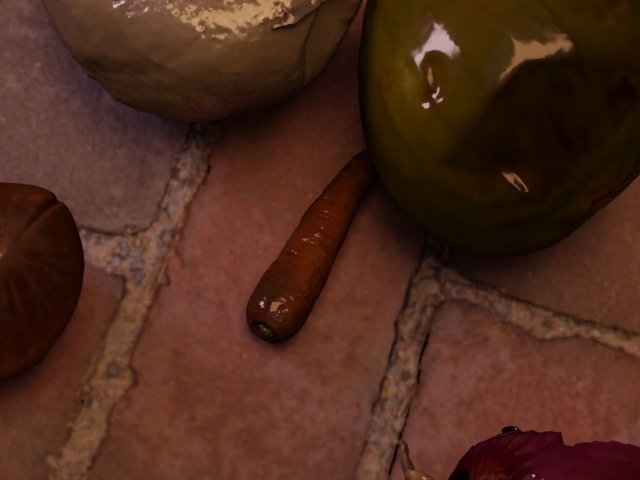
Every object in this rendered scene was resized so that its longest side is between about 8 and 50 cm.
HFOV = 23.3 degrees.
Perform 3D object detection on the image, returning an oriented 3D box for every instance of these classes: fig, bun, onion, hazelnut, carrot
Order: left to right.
[{"bbox_3d":[-0.237,0.022,1.078,0.150,0.150,0.150,4,63,-9],"label":"hazelnut"},{"bbox_3d":[-0.092,-0.205,1.213,0.273,0.168,0.273,0,55,0],"label":"bun"},{"bbox_3d":[0.000,0.000,1.196,0.047,0.047,0.191,29,58,4],"label":"carrot"},{"bbox_3d":[0.128,-0.126,1.176,0.239,0.239,0.271,-29,62,-22],"label":"fig"},{"bbox_3d":[0.155,0.225,1.021,0.207,0.200,0.201,-9,57,32],"label":"onion"}]
